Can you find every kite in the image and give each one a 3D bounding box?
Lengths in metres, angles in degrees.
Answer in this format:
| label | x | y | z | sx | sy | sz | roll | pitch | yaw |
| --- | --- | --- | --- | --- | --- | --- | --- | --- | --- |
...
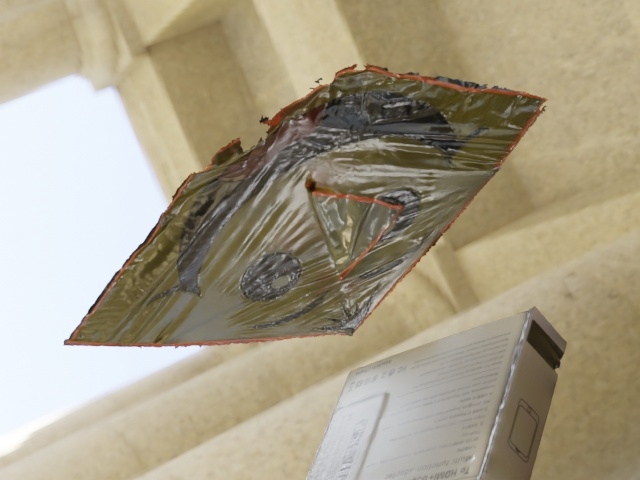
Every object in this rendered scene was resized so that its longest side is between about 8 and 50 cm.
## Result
| label | x | y | z | sx | sy | sz | roll | pitch | yaw |
| --- | --- | --- | --- | --- | --- | --- | --- | --- | --- |
| kite | -0.001 | -0.002 | 0.951 | 0.013 | 0.377 | 0.327 | 58 | -5 | 29 |

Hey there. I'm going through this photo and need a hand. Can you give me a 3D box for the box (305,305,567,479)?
| label | x | y | z | sx | sy | sz | roll | pitch | yaw |
| --- | --- | --- | --- | --- | --- | --- | --- | --- | --- |
| box | 0.028 | 0.144 | 0.604 | 0.129 | 0.247 | 0.033 | -22 | -58 | 42 |
